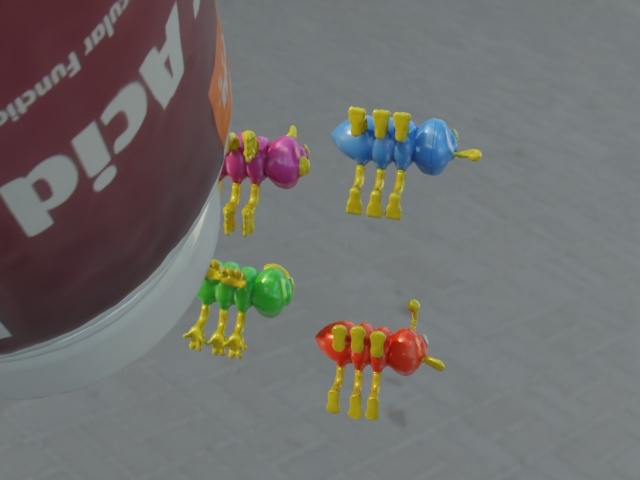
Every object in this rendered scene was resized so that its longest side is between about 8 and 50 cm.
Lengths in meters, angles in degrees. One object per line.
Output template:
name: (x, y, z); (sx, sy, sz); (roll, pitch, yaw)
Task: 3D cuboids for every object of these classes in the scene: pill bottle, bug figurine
pill bottle: (-0.150, -0.085, 0.493); (0.224, 0.392, 0.224); (-1, 68, 3)
bug figurine: (0.000, 0.000, 1.028); (0.216, 0.279, 0.072); (11, 36, 7)
